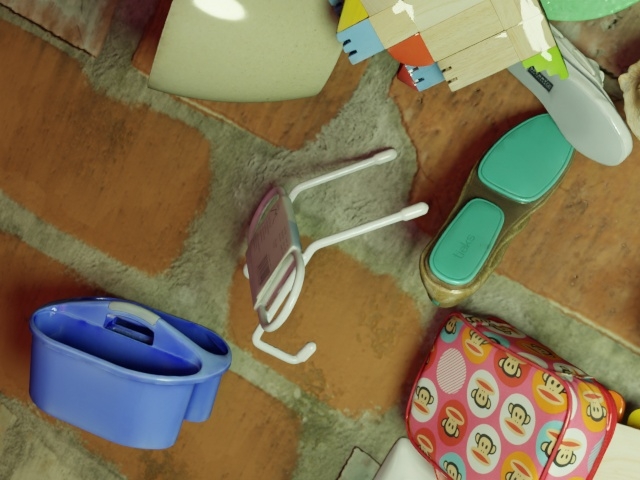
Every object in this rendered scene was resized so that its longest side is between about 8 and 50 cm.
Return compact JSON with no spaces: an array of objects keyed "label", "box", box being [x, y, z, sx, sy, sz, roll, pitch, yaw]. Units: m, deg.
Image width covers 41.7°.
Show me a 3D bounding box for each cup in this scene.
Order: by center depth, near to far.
[{"label":"cup","box":[-0.083,-0.332,1.224,0.236,0.331,0.331,21,103,-11]}]

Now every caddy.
[{"label":"caddy","box":[-0.312,0.188,1.372,0.341,0.241,0.179,17,107,18]}]

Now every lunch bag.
[{"label":"lunch bag","box":[0.242,0.260,1.162,0.293,0.120,0.258,36,110,56]}]

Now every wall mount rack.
[{"label":"wall mount rack","box":[0.000,0.000,1.239,0.130,0.350,0.304,27,110,-21]}]

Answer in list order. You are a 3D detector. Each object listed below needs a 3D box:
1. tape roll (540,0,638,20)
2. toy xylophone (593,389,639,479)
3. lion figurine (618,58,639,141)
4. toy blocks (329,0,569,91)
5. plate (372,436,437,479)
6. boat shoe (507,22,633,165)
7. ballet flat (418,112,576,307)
[{"label":"tape roll","box":[0.339,-0.456,1.103,0.321,0.077,0.321,10,117,21]},{"label":"toy xylophone","box":[0.401,0.331,1.136,0.322,0.081,0.236,23,96,39]},{"label":"lion figurine","box":[0.598,-0.163,1.071,0.392,0.142,0.240,-14,82,7]},{"label":"toy blocks","box":[0.118,-0.330,1.069,0.260,0.191,0.381,-22,121,21]},{"label":"plate","box":[0.167,0.499,1.321,0.277,0.045,0.278,34,105,14]},{"label":"boat shoe","box":[0.349,-0.220,1.161,0.084,0.095,0.258,-31,78,-24]},{"label":"ballet flat","box":[0.244,-0.036,1.182,0.116,0.124,0.342,30,65,13]}]
